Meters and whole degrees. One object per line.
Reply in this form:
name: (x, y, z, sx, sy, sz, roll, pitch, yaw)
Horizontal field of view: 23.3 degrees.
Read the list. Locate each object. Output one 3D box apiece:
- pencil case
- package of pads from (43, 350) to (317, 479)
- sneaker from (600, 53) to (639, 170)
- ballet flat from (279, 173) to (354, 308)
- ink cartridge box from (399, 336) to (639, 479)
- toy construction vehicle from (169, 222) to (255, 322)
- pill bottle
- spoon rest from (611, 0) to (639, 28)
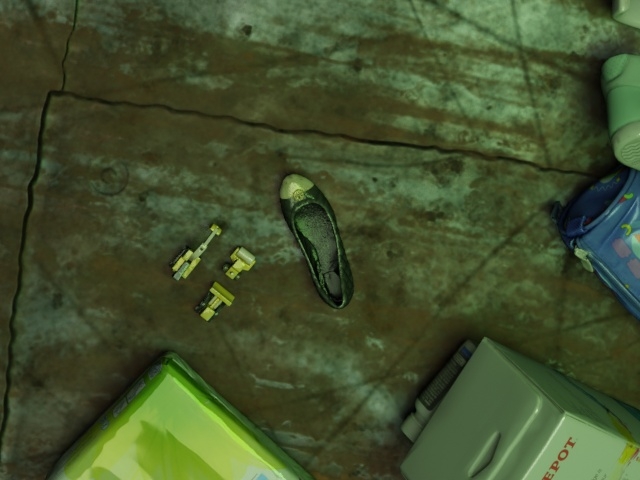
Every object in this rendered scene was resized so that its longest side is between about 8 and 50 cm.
pencil case: (0.409, 0.051, 1.837, 0.306, 0.119, 0.133, 48, 70, -11)
package of pads: (-0.157, 0.310, 1.860, 0.296, 0.101, 0.229, 44, 94, -10)
sneaker: (0.423, -0.133, 1.816, 0.094, 0.151, 0.256, -30, 141, 34)
ballet flat: (0.000, 0.000, 1.833, 0.057, 0.049, 0.173, -24, 102, 0)
ink cartridge box: (0.276, 0.276, 1.792, 0.270, 0.197, 0.198, 27, 101, -30)
toy construction vehicle: (-0.130, 0.040, 1.839, 0.086, 0.035, 0.098, 42, 96, -11)
pill bottle: (0.164, 0.194, 1.871, 0.078, 0.078, 0.137, 39, 97, -11)
spoon rest: (0.458, -0.267, 1.801, 0.276, 0.084, 0.137, 6, 82, -14)
